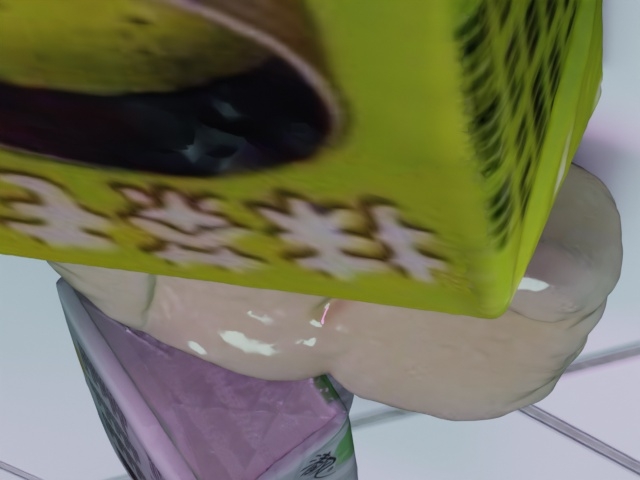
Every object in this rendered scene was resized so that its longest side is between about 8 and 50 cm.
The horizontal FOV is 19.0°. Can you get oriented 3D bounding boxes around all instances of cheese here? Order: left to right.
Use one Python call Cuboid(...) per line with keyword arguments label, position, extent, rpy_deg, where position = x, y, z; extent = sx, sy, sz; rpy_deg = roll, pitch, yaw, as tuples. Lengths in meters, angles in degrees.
Cuboid(label="cheese", position=(0.000, -0.002, 0.875), extent=(0.263, 0.093, 0.159), rpy_deg=(14, 146, 2))

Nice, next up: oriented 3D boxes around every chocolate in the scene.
Cuboid(label="chocolate", position=(-0.059, -0.096, 0.664), extent=(0.301, 0.137, 0.288), rpy_deg=(8, 154, 14))

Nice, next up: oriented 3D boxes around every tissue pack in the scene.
Cuboid(label="tissue pack", position=(-0.034, 0.092, 1.043), extent=(0.159, 0.145, 0.229), rpy_deg=(53, 167, 24))
